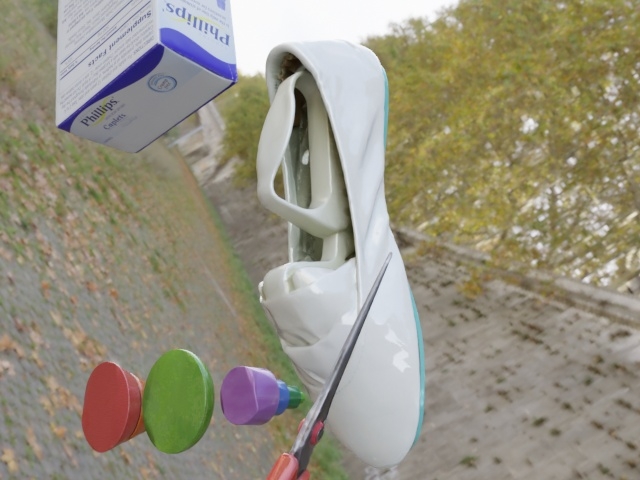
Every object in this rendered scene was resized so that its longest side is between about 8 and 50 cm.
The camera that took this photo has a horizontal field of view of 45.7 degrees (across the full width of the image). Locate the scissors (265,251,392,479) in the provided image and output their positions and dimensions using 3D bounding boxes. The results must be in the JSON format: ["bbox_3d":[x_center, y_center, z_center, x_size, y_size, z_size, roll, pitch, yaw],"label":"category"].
[{"bbox_3d":[-0.014,0.144,0.498,0.021,0.297,0.109,15,-36,25],"label":"scissors"}]

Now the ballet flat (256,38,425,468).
[{"bbox_3d":[0.000,0.000,0.683,0.139,0.139,0.400,78,8,-75],"label":"ballet flat"}]

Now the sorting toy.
[{"bbox_3d":[-0.163,0.213,0.994,0.126,0.365,0.127,16,67,-46],"label":"sorting toy"}]

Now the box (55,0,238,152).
[{"bbox_3d":[-0.134,-0.157,0.574,0.072,0.126,0.137,20,54,-45],"label":"box"}]
